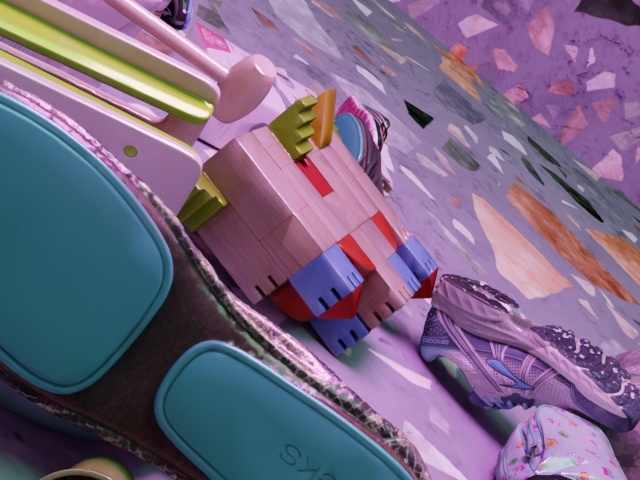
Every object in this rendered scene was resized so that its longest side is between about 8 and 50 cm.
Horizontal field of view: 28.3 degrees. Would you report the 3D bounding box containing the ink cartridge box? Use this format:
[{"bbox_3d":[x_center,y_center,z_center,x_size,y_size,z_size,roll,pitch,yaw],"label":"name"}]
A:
[{"bbox_3d":[-0.090,-0.172,1.672,0.218,0.092,0.158,29,23,-33],"label":"ink cartridge box"}]

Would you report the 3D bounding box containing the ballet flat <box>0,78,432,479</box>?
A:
[{"bbox_3d":[-0.123,0.073,0.912,0.483,0.164,0.182,42,-8,-10],"label":"ballet flat"}]

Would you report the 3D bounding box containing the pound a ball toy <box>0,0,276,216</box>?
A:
[{"bbox_3d":[-0.215,-0.132,1.157,0.319,0.135,0.208,25,38,-16],"label":"pound a ball toy"}]

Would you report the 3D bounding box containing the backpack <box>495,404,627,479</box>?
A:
[{"bbox_3d":[0.254,0.260,1.340,0.152,0.115,0.182,34,18,-11],"label":"backpack"}]

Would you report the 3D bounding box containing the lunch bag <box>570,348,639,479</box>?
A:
[{"bbox_3d":[0.437,0.243,1.568,0.256,0.212,0.305,22,14,20],"label":"lunch bag"}]

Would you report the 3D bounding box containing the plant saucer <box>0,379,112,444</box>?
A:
[{"bbox_3d":[-0.220,0.052,1.030,0.318,0.043,0.317,35,20,-15],"label":"plant saucer"}]

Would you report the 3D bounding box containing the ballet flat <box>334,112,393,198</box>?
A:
[{"bbox_3d":[0.050,-0.063,1.712,0.096,0.095,0.280,41,28,-28],"label":"ballet flat"}]

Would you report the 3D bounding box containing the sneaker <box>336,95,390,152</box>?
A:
[{"bbox_3d":[0.081,-0.173,2.021,0.075,0.063,0.170,24,20,-24],"label":"sneaker"}]

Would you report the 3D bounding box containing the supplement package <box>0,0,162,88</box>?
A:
[{"bbox_3d":[-0.348,-0.281,1.309,0.293,0.177,0.175,45,20,10],"label":"supplement package"}]

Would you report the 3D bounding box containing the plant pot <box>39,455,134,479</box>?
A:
[{"bbox_3d":[-0.153,0.179,0.843,0.083,0.083,0.079,38,8,-5],"label":"plant pot"}]

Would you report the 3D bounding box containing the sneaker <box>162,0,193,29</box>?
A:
[{"bbox_3d":[-0.251,-0.375,1.875,0.078,0.067,0.188,-15,57,-41],"label":"sneaker"}]

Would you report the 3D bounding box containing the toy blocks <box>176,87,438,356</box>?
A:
[{"bbox_3d":[0.000,0.000,1.390,0.261,0.191,0.381,53,20,1],"label":"toy blocks"}]

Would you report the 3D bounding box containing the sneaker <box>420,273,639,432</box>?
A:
[{"bbox_3d":[0.240,0.153,1.477,0.283,0.122,0.110,33,18,28],"label":"sneaker"}]

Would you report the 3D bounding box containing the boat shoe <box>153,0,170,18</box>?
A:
[{"bbox_3d":[-0.327,-0.433,1.777,0.302,0.103,0.113,36,20,-11],"label":"boat shoe"}]
